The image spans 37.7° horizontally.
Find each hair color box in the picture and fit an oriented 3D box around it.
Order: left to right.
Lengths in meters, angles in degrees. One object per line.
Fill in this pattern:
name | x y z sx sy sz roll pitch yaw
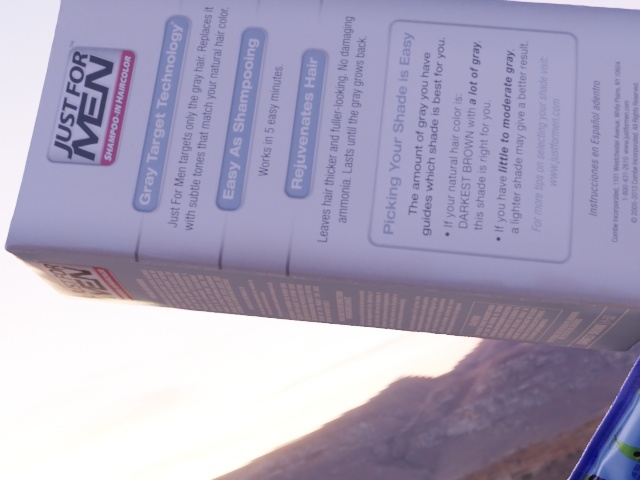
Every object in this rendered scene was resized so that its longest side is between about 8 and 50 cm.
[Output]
hair color box | 0.018 -0.048 0.585 0.374 0.185 0.113 5 -18 4

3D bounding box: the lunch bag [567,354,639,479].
lunch bag | 0.310 0.212 0.728 0.220 0.138 0.293 12 -51 -14
